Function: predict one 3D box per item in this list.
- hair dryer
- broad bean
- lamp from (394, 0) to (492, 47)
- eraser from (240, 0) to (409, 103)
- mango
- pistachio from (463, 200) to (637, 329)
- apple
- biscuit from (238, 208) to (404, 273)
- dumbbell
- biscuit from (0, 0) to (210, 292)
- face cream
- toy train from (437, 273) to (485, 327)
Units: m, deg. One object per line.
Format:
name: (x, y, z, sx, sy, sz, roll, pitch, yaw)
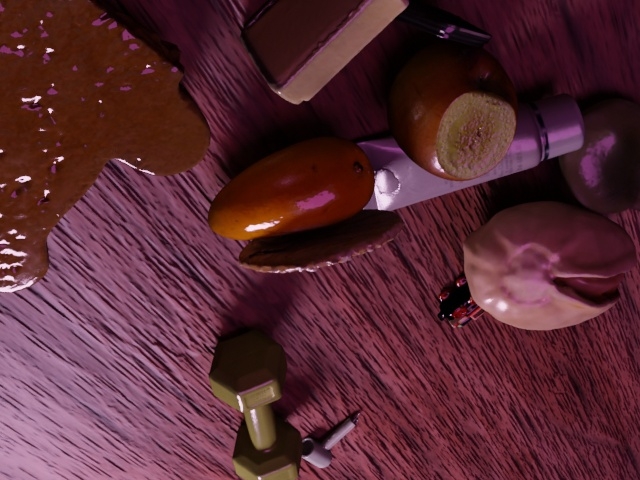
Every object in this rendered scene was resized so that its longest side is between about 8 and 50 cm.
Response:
hair dryer: (0.022, 0.342, 1.751, 0.124, 0.038, 0.063, -43, 137, 6)
broad bean: (0.439, -0.121, 1.471, 0.228, 0.100, 0.169, 0, 108, -39)
lamp: (0.209, -0.344, 1.149, 0.203, 0.124, 0.283, 0, 131, -56)
eraser: (0.002, -0.243, 1.104, 0.172, 0.117, 0.058, -42, 141, 14)
mango: (-0.040, -0.056, 1.255, 0.219, 0.113, 0.145, -22, 180, 6)
pistachio: (0.350, 0.037, 1.511, 0.318, 0.214, 0.194, 3, 112, -44)
apple: (0.162, -0.163, 1.233, 0.146, 0.163, 0.147, -1, 143, -35)
biscuit: (0.000, -0.001, 1.287, 0.219, 0.220, 0.033, -17, 105, -14)
dumbbell: (-0.095, 0.269, 1.555, 0.121, 0.108, 0.302, -19, 137, -12)
biscuit: (-0.335, -0.113, 1.083, 0.394, 0.076, 0.368, -42, 137, 18)
face cream: (0.199, -0.119, 1.366, 0.314, 0.089, 0.143, -17, 138, -2)
toy train: (0.252, 0.088, 1.616, 0.138, 0.050, 0.087, -40, 141, 12)
